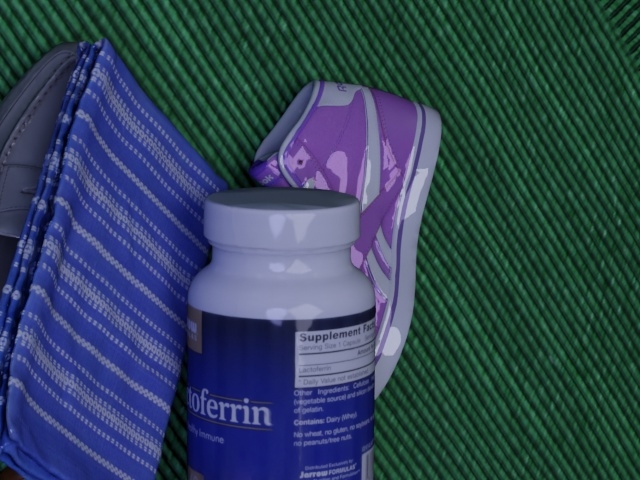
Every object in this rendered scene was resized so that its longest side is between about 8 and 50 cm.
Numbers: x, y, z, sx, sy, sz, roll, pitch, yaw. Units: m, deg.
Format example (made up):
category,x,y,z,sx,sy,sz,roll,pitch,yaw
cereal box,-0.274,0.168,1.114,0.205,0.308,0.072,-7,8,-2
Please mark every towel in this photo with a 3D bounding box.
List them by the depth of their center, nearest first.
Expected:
category,x,y,z,sx,sy,sz,roll,pitch,yaw
towel,-0.155,0.045,1.378,0.243,0.040,0.336,51,45,-53

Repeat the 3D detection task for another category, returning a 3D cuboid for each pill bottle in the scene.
category,x,y,z,sx,sy,sz,roll,pitch,yaw
pill bottle,-0.032,0.095,1.448,0.153,0.153,0.264,-5,100,-32

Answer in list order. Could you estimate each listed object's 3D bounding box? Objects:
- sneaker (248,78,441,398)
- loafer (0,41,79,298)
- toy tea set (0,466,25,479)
category,x,y,z,sx,sy,sz,roll,pitch,yaw
sneaker,0.000,0.000,1.554,0.161,0.102,0.282,15,76,-26
loafer,-0.223,-0.004,1.392,0.112,0.111,0.319,24,79,-31
toy tea set,-0.131,0.298,1.457,0.336,0.124,0.200,29,77,-30
